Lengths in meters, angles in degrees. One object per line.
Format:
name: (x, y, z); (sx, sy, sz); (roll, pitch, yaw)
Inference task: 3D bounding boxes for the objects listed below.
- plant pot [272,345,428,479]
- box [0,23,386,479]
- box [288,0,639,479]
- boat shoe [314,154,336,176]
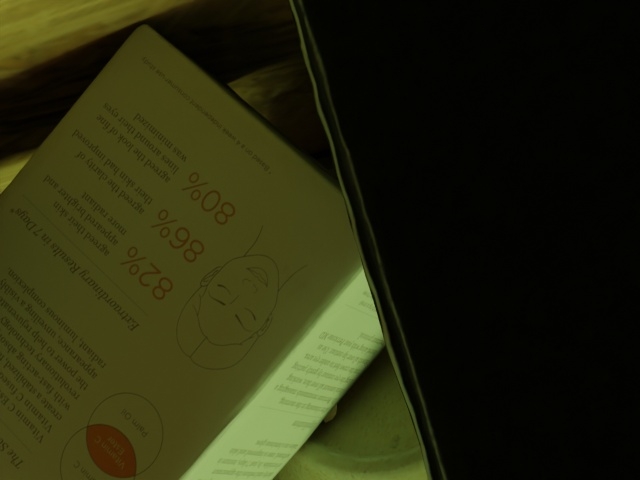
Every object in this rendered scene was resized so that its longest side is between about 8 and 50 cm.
plant pot: (0.081, 0.072, 0.662); (0.284, 0.284, 0.191); (-24, 143, 25)
box: (-0.062, 0.030, 0.572); (0.170, 0.130, 0.091); (-49, 160, 5)
box: (0.331, -0.067, 0.441); (0.471, 0.297, 0.480); (2, 156, -47)
boat shoe: (0.002, -0.001, 0.811); (0.056, 0.048, 0.153); (-14, 165, -10)
